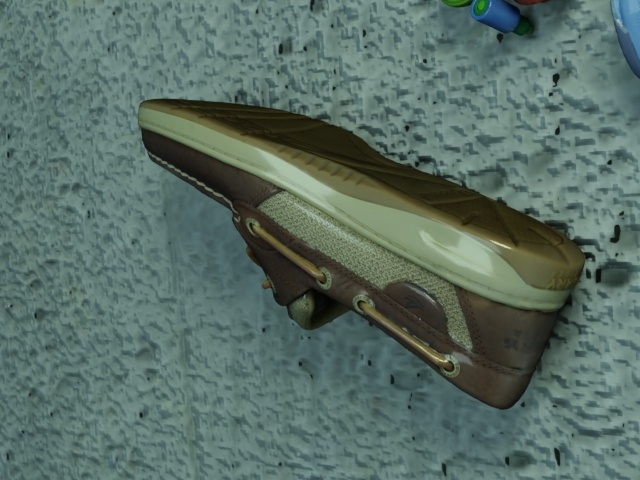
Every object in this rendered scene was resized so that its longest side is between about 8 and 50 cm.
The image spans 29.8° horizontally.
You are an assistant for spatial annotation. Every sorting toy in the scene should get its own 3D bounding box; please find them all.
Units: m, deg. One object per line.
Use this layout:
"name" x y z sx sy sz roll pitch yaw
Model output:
"sorting toy" 0.114 -0.151 0.705 0.102 0.042 0.061 13 87 54

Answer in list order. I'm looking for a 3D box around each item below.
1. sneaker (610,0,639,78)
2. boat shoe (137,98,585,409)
"sneaker" 0.188 -0.151 0.620 0.059 0.053 0.144 10 101 40
"boat shoe" 0.000 0.000 0.766 0.342 0.123 0.123 26 109 33
